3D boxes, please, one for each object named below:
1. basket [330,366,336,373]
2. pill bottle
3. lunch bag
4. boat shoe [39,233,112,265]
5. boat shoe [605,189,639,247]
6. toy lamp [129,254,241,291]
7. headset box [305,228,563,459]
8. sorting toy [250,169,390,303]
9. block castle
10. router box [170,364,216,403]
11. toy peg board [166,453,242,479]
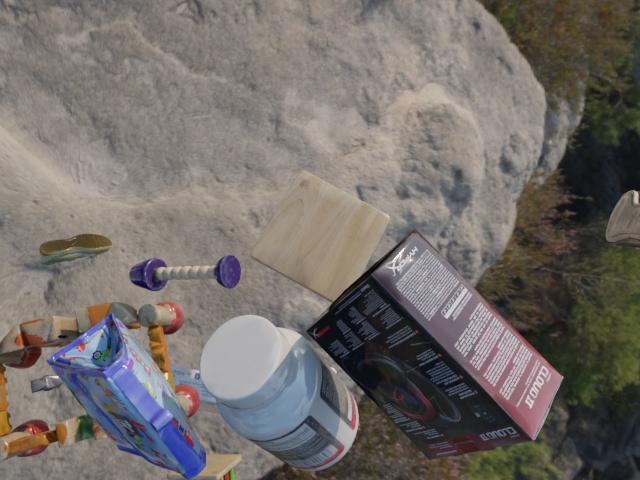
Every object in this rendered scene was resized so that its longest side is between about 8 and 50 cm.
[{"bbox_3d":[-0.019,0.490,1.630,0.113,0.103,0.167,17,100,-12],"label":"basket"},{"bbox_3d":[-0.062,0.252,0.840,0.176,0.176,0.318,-48,141,-15],"label":"pill bottle"},{"bbox_3d":[-0.296,0.257,0.834,0.138,0.293,0.221,-40,111,-30],"label":"lunch bag"},{"bbox_3d":[-0.555,0.024,1.167,0.153,0.056,0.048,-14,141,-41],"label":"boat shoe"},{"bbox_3d":[0.604,-0.027,0.930,0.095,0.335,0.112,25,102,15],"label":"boat shoe"},{"bbox_3d":[-0.305,0.074,1.121,0.080,0.274,0.080,8,81,-60],"label":"toy lamp"},{"bbox_3d":[0.149,0.162,0.692,0.293,0.218,0.110,45,54,5],"label":"headset box"},{"bbox_3d":[0.000,0.000,1.282,0.255,0.089,0.257,29,74,3],"label":"sorting toy"},{"bbox_3d":[-0.544,0.325,1.229,0.453,0.213,0.303,-13,80,-2],"label":"block castle"},{"bbox_3d":[-0.448,0.444,1.556,0.335,0.301,0.082,11,65,0],"label":"router box"},{"bbox_3d":[-0.330,0.688,1.486,0.161,0.160,0.079,-7,86,15],"label":"toy peg board"}]
